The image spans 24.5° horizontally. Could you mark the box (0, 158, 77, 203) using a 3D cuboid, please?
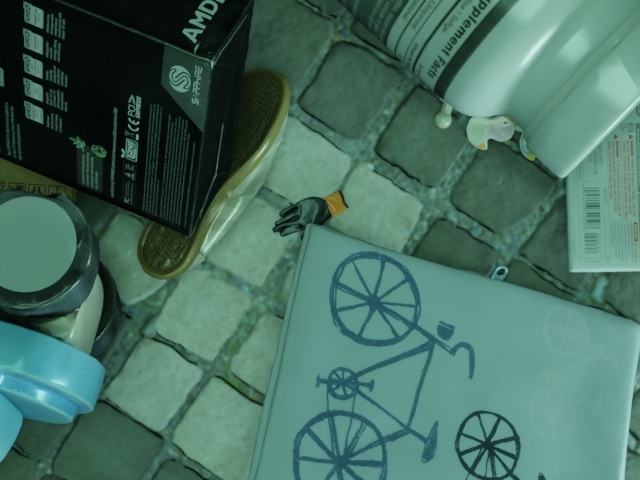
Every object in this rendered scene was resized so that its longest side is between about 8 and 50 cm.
[{"bbox_3d":[-0.319,-0.114,1.360,0.201,0.021,0.164,4,84,3],"label":"box"}]

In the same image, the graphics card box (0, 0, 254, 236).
[{"bbox_3d":[-0.247,-0.165,1.227,0.371,0.232,0.094,23,53,8],"label":"graphics card box"}]

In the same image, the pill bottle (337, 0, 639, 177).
[{"bbox_3d":[0.130,-0.236,1.234,0.363,0.210,0.210,44,94,6],"label":"pill bottle"}]

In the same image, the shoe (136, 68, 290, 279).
[{"bbox_3d":[-0.095,-0.060,1.355,0.077,0.058,0.219,33,91,19],"label":"shoe"}]

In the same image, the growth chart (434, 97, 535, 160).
[{"bbox_3d":[0.233,-0.154,1.352,0.237,0.021,0.171,10,95,2],"label":"growth chart"}]

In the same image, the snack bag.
[{"bbox_3d":[0.118,0.167,1.295,0.343,0.037,0.323,15,64,-8],"label":"snack bag"}]

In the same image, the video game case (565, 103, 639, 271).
[{"bbox_3d":[0.310,-0.073,1.315,0.184,0.023,0.201,-1,83,3],"label":"video game case"}]

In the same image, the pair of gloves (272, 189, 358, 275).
[{"bbox_3d":[0.000,0.000,1.374,0.074,0.010,0.083,-24,92,3],"label":"pair of gloves"}]

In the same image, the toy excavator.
[{"bbox_3d":[-0.419,0.153,1.223,0.433,0.222,0.445,15,72,2],"label":"toy excavator"}]
